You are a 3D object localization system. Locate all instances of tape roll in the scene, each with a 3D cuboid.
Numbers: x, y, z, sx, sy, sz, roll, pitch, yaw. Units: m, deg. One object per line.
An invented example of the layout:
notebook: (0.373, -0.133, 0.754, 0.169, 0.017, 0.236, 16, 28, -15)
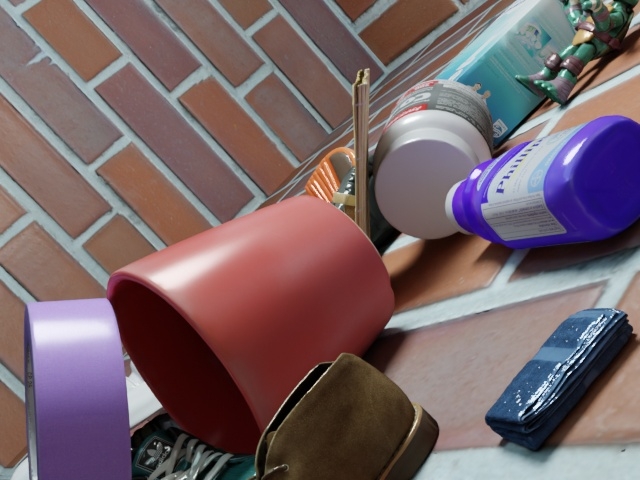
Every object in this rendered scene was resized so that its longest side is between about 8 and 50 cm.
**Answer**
tape roll: (-0.273, 0.203, 0.964, 0.090, 0.274, 0.275, -2, -6, -22)

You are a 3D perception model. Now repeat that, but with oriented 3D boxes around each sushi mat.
sushi mat: (0.056, -0.057, 1.140, 0.019, 0.316, 0.151, 0, 20, 5)

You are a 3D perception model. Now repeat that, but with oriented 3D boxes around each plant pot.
plant pot: (-0.065, 0.089, 1.006, 0.243, 0.275, 0.275, -36, 5, -31)

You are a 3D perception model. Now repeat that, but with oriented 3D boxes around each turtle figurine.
turtle figurine: (0.390, -0.312, 1.280, 0.234, 0.118, 0.175, -55, 1, 7)

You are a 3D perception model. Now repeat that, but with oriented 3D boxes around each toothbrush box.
toothbrush box: (0.310, -0.288, 1.459, 0.295, 0.126, 0.216, -45, 9, -9)

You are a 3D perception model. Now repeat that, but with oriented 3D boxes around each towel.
towel: (0.172, 0.096, 0.641, 0.119, 0.029, 0.067, -46, 9, -15)

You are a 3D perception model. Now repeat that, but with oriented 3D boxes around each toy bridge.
toy bridge: (0.030, 0.029, 1.213, 0.026, 0.188, 0.063, 8, 2, 30)

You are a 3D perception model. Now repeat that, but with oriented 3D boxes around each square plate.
square plate: (-0.284, 0.252, 1.292, 0.344, 0.049, 0.347, -31, -3, -13)

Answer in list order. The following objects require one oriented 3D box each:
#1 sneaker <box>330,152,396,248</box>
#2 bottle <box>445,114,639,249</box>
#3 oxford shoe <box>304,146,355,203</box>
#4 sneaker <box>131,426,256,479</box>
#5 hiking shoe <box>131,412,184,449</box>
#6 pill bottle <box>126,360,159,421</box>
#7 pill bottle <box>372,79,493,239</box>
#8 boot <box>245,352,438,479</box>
sneaker: (0.042, -0.020, 1.391, 0.140, 0.125, 0.341, -40, 7, 46)
bottle: (0.218, -0.049, 0.891, 0.118, 0.092, 0.283, -47, 10, -15)
oxford shoe: (0.000, 0.000, 1.580, 0.363, 0.133, 0.130, -50, 50, 26)
sneaker: (-0.139, 0.257, 0.912, 0.108, 0.121, 0.302, -50, 12, -35)
hiking shoe: (-0.261, 0.312, 1.187, 0.114, 0.086, 0.227, -11, -28, -50)
pill bottle: (-0.262, 0.218, 1.581, 0.216, 0.121, 0.121, -46, 10, -19)
pill bottle: (0.159, -0.117, 1.220, 0.161, 0.161, 0.283, -39, 10, 23)
boot: (-0.028, 0.216, 0.679, 0.112, 0.115, 0.305, -28, 19, 51)
